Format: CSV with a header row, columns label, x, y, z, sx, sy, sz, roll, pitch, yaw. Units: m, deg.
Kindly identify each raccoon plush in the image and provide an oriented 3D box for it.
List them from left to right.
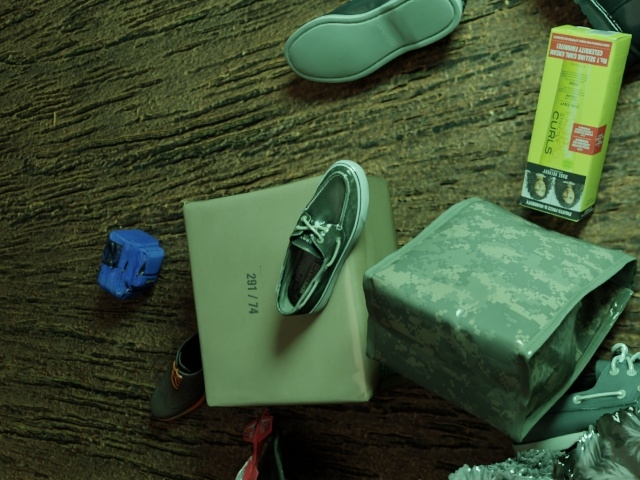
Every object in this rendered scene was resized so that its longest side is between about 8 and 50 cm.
label,x,y,z,sx,sy,sz,roll,pitch,yaw
raccoon plush,0.302,0.344,0.937,0.446,0.299,0.216,-25,69,17

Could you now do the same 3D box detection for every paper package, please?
label,x,y,z,sx,sy,sz,roll,pitch,yaw
paper package,-0.033,0.076,1.193,0.310,0.168,0.324,-9,86,33

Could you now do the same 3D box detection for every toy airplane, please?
label,x,y,z,sx,sy,sz,roll,pitch,yaw
toy airplane,-0.102,0.332,1.281,0.028,0.151,0.151,27,108,-13

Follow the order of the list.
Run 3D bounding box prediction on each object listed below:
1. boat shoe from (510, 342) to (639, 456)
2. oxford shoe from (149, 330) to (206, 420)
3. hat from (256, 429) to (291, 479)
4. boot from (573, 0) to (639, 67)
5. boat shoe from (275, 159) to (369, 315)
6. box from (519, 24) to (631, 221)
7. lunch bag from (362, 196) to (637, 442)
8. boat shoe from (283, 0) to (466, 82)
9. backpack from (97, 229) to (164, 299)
label,x,y,z,sx,sy,sz,roll,pitch,yaw
boat shoe,0.362,0.182,0.968,0.319,0.116,0.099,-29,75,36
oxford shoe,-0.232,0.221,1.371,0.271,0.098,0.097,-50,64,22
hat,-0.035,0.462,1.196,0.134,0.331,0.331,9,95,-7
boot,0.398,-0.366,0.966,0.207,0.094,0.246,-39,75,31
boat shoe,0.000,0.000,1.031,0.078,0.070,0.219,23,102,27
box,0.320,-0.147,0.997,0.087,0.058,0.232,22,118,32
lunch bag,0.228,0.071,0.986,0.235,0.287,0.169,25,135,36
boat shoe,0.083,-0.321,1.183,0.303,0.091,0.114,-7,129,32
backpack,-0.353,0.051,1.457,0.101,0.098,0.120,29,104,27
